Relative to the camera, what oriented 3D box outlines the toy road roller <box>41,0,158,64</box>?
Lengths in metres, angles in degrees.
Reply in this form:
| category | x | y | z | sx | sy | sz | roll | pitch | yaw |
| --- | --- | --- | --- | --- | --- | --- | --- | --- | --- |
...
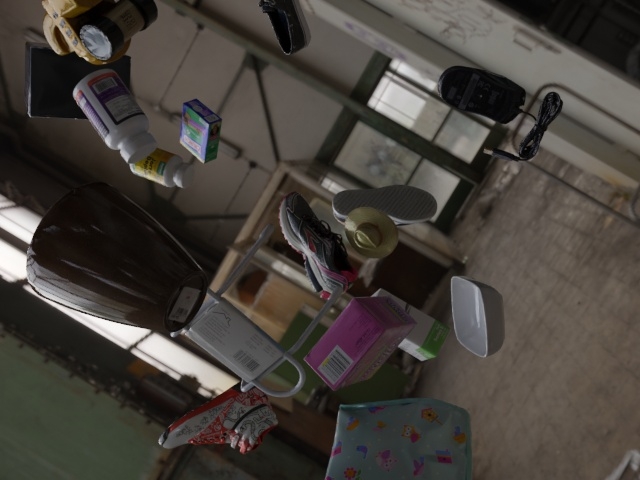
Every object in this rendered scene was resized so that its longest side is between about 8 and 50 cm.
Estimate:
| category | x | y | z | sx | sy | sz | roll | pitch | yaw |
| --- | --- | --- | --- | --- | --- | --- | --- | --- | --- |
| toy road roller | -0.583 | -0.579 | 1.694 | 0.241 | 0.329 | 0.202 | -6 | 38 | 36 |

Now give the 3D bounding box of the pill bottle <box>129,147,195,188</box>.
| category | x | y | z | sx | sy | sz | roll | pitch | yaw |
| --- | --- | --- | --- | --- | --- | --- | --- | --- | --- |
| pill bottle | -0.549 | -0.256 | 2.474 | 0.117 | 0.209 | 0.117 | 21 | -90 | -75 |

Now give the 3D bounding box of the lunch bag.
| category | x | y | z | sx | sy | sz | roll | pitch | yaw |
| --- | --- | --- | --- | --- | --- | --- | --- | --- | --- |
| lunch bag | 0.158 | 0.421 | 1.328 | 0.223 | 0.263 | 0.160 | -74 | -28 | -51 |

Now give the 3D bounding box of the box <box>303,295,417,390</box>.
| category | x | y | z | sx | sy | sz | roll | pitch | yaw |
| --- | --- | --- | --- | --- | --- | --- | --- | --- | --- |
| box | 0.109 | 0.261 | 1.840 | 0.213 | 0.117 | 0.243 | -52 | -21 | 14 |

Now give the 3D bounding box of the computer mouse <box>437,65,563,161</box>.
| category | x | y | z | sx | sy | sz | roll | pitch | yaw |
| --- | --- | --- | --- | --- | --- | --- | --- | --- | --- |
| computer mouse | 0.373 | -0.278 | 1.540 | 0.060 | 0.262 | 0.184 | -65 | -10 | -53 |

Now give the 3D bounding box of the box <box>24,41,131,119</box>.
| category | x | y | z | sx | sy | sz | roll | pitch | yaw |
| --- | --- | --- | --- | --- | --- | --- | --- | --- | --- |
| box | -0.796 | -0.517 | 2.292 | 0.395 | 0.294 | 0.211 | -144 | 58 | -60 |

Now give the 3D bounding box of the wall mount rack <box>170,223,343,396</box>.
| category | x | y | z | sx | sy | sz | roll | pitch | yaw |
| --- | --- | --- | --- | --- | --- | --- | --- | --- | --- |
| wall mount rack | -0.135 | 0.153 | 1.477 | 0.304 | 0.350 | 0.130 | -42 | 17 | 20 |

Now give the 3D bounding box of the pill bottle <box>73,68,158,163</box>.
| category | x | y | z | sx | sy | sz | roll | pitch | yaw |
| --- | --- | --- | --- | --- | --- | --- | --- | --- | --- |
| pill bottle | -0.442 | -0.268 | 1.546 | 0.108 | 0.193 | 0.108 | -35 | -3 | -2 |

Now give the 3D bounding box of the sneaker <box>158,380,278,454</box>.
| category | x | y | z | sx | sy | sz | roll | pitch | yaw |
| --- | --- | --- | --- | --- | --- | --- | --- | --- | --- |
| sneaker | -0.230 | 0.442 | 1.627 | 0.270 | 0.145 | 0.090 | -32 | -16 | -3 |

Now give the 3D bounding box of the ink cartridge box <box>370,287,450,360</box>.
| category | x | y | z | sx | sy | sz | roll | pitch | yaw |
| --- | --- | --- | --- | --- | --- | --- | --- | --- | --- |
| ink cartridge box | 0.276 | 0.287 | 2.400 | 0.114 | 0.273 | 0.198 | -59 | -1 | -15 |

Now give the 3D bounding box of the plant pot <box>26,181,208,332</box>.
| category | x | y | z | sx | sy | sz | roll | pitch | yaw |
| --- | --- | --- | --- | --- | --- | --- | --- | --- | --- |
| plant pot | -0.304 | 0.050 | 1.134 | 0.215 | 0.231 | 0.215 | -51 | -23 | -32 |

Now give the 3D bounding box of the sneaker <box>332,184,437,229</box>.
| category | x | y | z | sx | sy | sz | roll | pitch | yaw |
| --- | --- | --- | --- | --- | --- | --- | --- | --- | --- |
| sneaker | 0.199 | -0.100 | 2.214 | 0.127 | 0.322 | 0.126 | 84 | -171 | -71 |

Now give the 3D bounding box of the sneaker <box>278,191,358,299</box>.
| category | x | y | z | sx | sy | sz | roll | pitch | yaw |
| --- | --- | --- | --- | --- | --- | --- | --- | --- | --- |
| sneaker | 0.000 | 0.000 | 1.832 | 0.121 | 0.299 | 0.112 | -18 | -16 | -49 |

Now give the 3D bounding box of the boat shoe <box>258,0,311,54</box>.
| category | x | y | z | sx | sy | sz | roll | pitch | yaw |
| --- | --- | --- | --- | --- | --- | --- | --- | --- | --- |
| boat shoe | -0.097 | -0.511 | 1.540 | 0.076 | 0.080 | 0.228 | -47 | -50 | -31 |

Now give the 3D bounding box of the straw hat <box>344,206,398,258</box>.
| category | x | y | z | sx | sy | sz | roll | pitch | yaw |
| --- | --- | --- | --- | --- | --- | --- | --- | --- | --- |
| straw hat | 0.116 | -0.008 | 1.745 | 0.144 | 0.145 | 0.061 | -61 | -6 | 29 |

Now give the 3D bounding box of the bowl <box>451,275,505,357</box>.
| category | x | y | z | sx | sy | sz | roll | pitch | yaw |
| --- | --- | --- | --- | --- | --- | --- | --- | --- | --- |
| bowl | 0.299 | 0.138 | 1.323 | 0.142 | 0.053 | 0.142 | -149 | 52 | -74 |

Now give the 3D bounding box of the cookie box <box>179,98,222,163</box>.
| category | x | y | z | sx | sy | sz | roll | pitch | yaw |
| --- | --- | --- | --- | --- | --- | --- | --- | --- | --- |
| cookie box | -0.262 | -0.238 | 1.542 | 0.040 | 0.092 | 0.107 | -29 | -32 | -38 |
